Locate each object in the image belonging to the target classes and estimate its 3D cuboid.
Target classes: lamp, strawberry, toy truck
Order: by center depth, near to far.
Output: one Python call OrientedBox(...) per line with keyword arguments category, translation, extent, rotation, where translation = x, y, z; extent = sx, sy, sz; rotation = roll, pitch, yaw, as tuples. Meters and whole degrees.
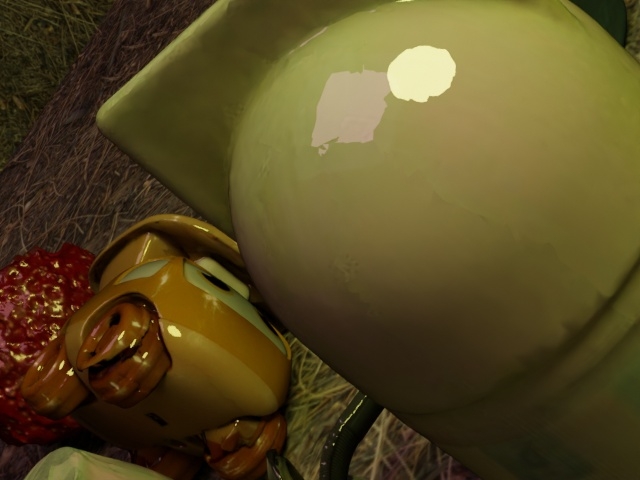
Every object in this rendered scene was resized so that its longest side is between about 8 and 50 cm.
OrientedBox(category="lamp", translation=(0.039, 0.112, 0.811), extent=(0.124, 0.203, 0.283), rotation=(6, 53, 32))
OrientedBox(category="toy truck", translation=(-0.149, 0.114, 1.152), extent=(0.288, 0.204, 0.211), rotation=(-25, 33, 46))
OrientedBox(category="strawberry", translation=(-0.332, 0.139, 1.451), extent=(0.261, 0.258, 0.261), rotation=(-51, -4, -6))

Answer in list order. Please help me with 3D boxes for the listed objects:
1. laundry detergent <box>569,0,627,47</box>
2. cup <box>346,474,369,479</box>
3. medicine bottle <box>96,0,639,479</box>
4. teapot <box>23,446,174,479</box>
OrientedBox(category="laundry detergent", translation=(0.154, -0.165, 1.146), extent=(0.290, 0.094, 0.143), rotation=(-17, 45, 50))
OrientedBox(category="cup", translation=(0.004, 0.244, 0.883), extent=(0.104, 0.074, 0.116), rotation=(-43, 19, 49))
OrientedBox(category="medicine bottle", translation=(0.098, -0.006, 0.655), extent=(0.236, 0.406, 0.235), rotation=(-38, 29, 25))
OrientedBox(category="teapot", translation=(-0.193, 0.281, 1.029), extent=(0.163, 0.178, 0.221), rotation=(-49, 26, 5))
